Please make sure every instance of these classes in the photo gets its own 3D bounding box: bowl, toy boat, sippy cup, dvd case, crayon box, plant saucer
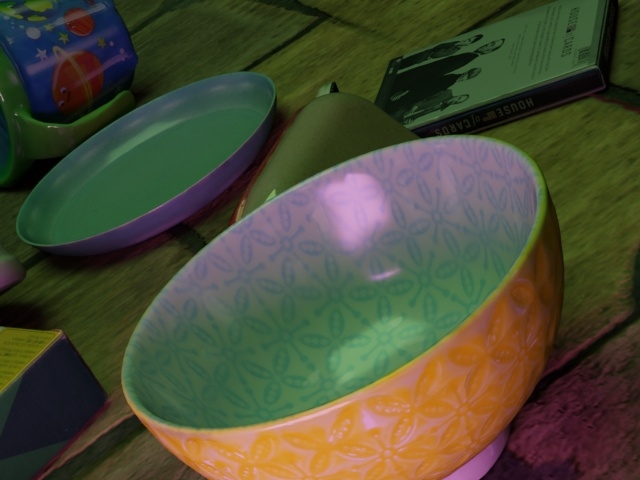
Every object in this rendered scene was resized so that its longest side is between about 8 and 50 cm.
[{"bbox_3d":[0.036,0.078,0.919,0.289,0.156,0.289,-24,25,12],"label":"bowl"},{"bbox_3d":[0.000,0.000,1.164,0.151,0.151,0.231,-49,7,41],"label":"toy boat"},{"bbox_3d":[-0.363,-0.218,1.841,0.224,0.305,0.240,-33,-5,-33],"label":"sippy cup"},{"bbox_3d":[0.160,-0.158,1.379,0.239,0.029,0.179,-16,28,25],"label":"dvd case"},{"bbox_3d":[-0.349,0.199,1.192,0.202,0.081,0.318,1,38,48],"label":"crayon box"},{"bbox_3d":[-0.180,-0.077,1.573,0.318,0.043,0.317,-24,25,12],"label":"plant saucer"}]

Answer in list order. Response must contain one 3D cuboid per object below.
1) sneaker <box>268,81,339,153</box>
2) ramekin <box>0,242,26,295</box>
[{"bbox_3d":[-0.014,-0.101,1.422,0.075,0.057,0.161,-16,30,14],"label":"sneaker"},{"bbox_3d":[-0.428,0.047,1.398,0.273,0.127,0.273,-29,3,2],"label":"ramekin"}]
